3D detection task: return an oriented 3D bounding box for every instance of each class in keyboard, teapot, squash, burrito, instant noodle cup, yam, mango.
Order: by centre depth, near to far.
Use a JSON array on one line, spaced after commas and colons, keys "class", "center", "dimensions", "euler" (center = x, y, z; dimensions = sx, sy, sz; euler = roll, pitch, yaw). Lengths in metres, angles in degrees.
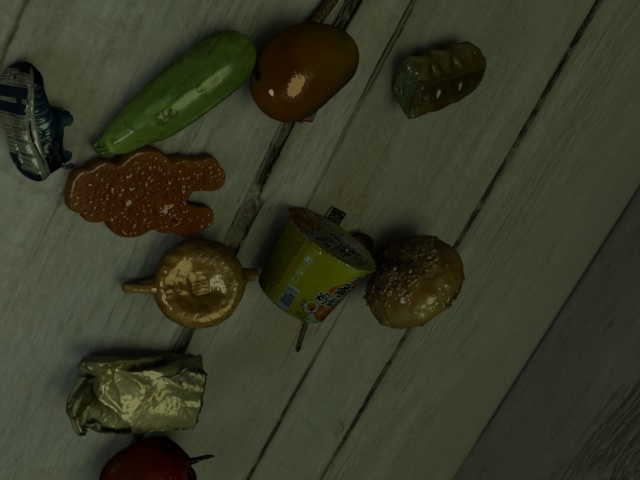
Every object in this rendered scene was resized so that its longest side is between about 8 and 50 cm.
[{"class": "squash", "center": [-0.276, -0.274, 1.151], "dimensions": [0.371, 0.118, 0.118], "euler": [-39, 135, -9]}, {"class": "mango", "center": [-0.034, -0.359, 1.240], "dimensions": [0.254, 0.139, 0.175], "euler": [-43, 136, -15]}, {"class": "yam", "center": [-0.012, -0.474, 1.293], "dimensions": [0.145, 0.032, 0.032], "euler": [-52, 137, 0]}, {"class": "teapot", "center": [-0.292, 0.095, 1.367], "dimensions": [0.312, 0.167, 0.203], "euler": [-5, 94, -16]}, {"class": "burrito", "center": [-0.441, 0.352, 1.421], "dimensions": [0.332, 0.135, 0.190], "euler": [12, 101, -40]}, {"class": "instant noodle cup", "center": [-0.018, 0.071, 1.506], "dimensions": [0.264, 0.264, 0.200], "euler": [17, 113, -44]}, {"class": "keyboard", "center": [0.000, 0.000, 1.633], "dimensions": [0.064, 0.010, 0.198], "euler": [24, 101, -44]}, {"class": "teapot", "center": [0.101, 0.038, 1.691], "dimensions": [0.129, 0.078, 0.098], "euler": [-35, 134, -15]}, {"class": "yam", "center": [-0.055, 0.288, 1.777], "dimensions": [0.014, 0.014, 0.107], "euler": [-2, 118, -38]}]

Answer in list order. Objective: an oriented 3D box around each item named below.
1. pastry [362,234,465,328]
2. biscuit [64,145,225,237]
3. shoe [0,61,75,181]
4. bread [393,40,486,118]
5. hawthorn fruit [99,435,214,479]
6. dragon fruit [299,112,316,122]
[{"class": "pastry", "center": [0.259, 0.097, 1.718], "dimensions": [0.315, 0.285, 0.184], "euler": [-53, 124, -34]}, {"class": "biscuit", "center": [-0.360, -0.100, 1.248], "dimensions": [0.334, 0.047, 0.201], "euler": [-1, 118, -41]}, {"class": "shoe", "center": [-0.493, -0.210, 1.049], "dimensions": [0.106, 0.092, 0.207], "euler": [-37, 135, -46]}, {"class": "bread", "center": [0.313, -0.418, 1.525], "dimensions": [0.268, 0.130, 0.152], "euler": [-25, 126, -26]}, {"class": "hawthorn fruit", "center": [-0.413, 0.632, 1.540], "dimensions": [0.301, 0.254, 0.254], "euler": [-19, 129, -14]}, {"class": "dragon fruit", "center": [-0.039, -0.314, 1.355], "dimensions": [0.056, 0.060, 0.083], "euler": [-10, 133, -33]}]
